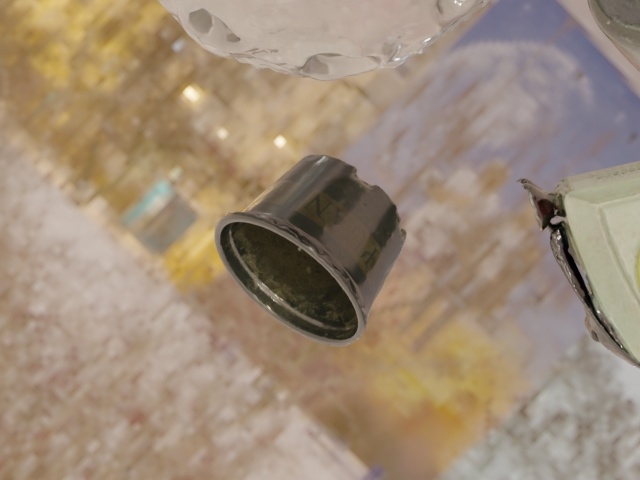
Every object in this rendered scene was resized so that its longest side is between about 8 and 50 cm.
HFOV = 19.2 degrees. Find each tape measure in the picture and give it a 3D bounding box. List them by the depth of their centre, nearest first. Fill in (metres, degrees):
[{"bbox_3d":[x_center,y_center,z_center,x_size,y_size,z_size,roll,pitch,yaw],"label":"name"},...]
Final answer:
[{"bbox_3d":[0.305,0.023,1.624,0.115,0.235,0.207,-85,162,-77],"label":"tape measure"}]

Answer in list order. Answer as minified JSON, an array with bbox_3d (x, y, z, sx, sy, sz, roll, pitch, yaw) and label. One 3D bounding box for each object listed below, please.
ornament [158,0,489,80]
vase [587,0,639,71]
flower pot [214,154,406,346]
[{"bbox_3d":[0.001,-0.278,1.404,0.337,0.337,0.337,44,-3,3],"label":"ornament"},{"bbox_3d":[0.208,-0.080,0.909,0.086,0.086,0.214,42,2,41],"label":"vase"},{"bbox_3d":[0.000,0.000,1.624,0.157,0.107,0.157,31,-25,16],"label":"flower pot"}]
